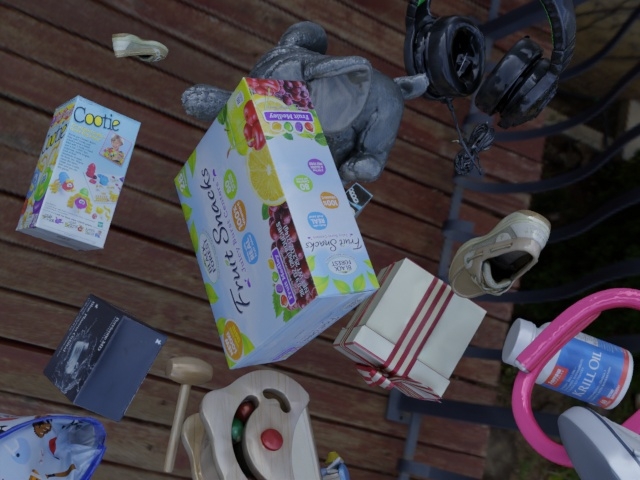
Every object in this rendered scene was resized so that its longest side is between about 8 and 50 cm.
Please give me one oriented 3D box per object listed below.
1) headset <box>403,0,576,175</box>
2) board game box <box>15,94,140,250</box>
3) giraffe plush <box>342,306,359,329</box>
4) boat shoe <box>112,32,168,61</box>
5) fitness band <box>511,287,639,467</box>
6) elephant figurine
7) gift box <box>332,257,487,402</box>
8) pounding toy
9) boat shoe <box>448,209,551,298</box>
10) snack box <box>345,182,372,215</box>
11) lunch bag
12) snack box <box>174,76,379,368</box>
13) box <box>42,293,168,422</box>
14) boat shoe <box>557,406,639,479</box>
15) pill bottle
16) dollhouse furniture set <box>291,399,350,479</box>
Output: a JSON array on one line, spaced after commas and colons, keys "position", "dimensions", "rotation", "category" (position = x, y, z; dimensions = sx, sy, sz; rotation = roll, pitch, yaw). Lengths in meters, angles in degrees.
[{"position": [0.254, -0.267, 1.214], "dimensions": [0.185, 0.243, 0.394], "rotation": [-45, 151, -38], "category": "headset"}, {"position": [-0.494, -0.131, 1.633], "dimensions": [0.144, 0.142, 0.275], "rotation": [22, 75, -33], "category": "board game box"}, {"position": [0.189, 0.246, 2.088], "dimensions": [0.171, 0.210, 0.181], "rotation": [-16, 123, -39], "category": "giraffe plush"}, {"position": [-0.358, -0.374, 1.589], "dimensions": [0.153, 0.056, 0.048], "rotation": [-4, 94, -69], "category": "boat shoe"}, {"position": [0.412, 0.202, 1.185], "dimensions": [0.291, 0.209, 0.054], "rotation": [-47, 140, 10], "category": "fitness band"}, {"position": [-0.010, -0.172, 0.929], "dimensions": [0.239, 0.170, 0.185], "rotation": [42, 56, -49], "category": "elephant figurine"}, {"position": [0.203, 0.222, 1.774], "dimensions": [0.276, 0.255, 0.258], "rotation": [34, 77, 1], "category": "gift box"}, {"position": [-0.102, 0.269, 1.025], "dimensions": [0.154, 0.155, 0.269], "rotation": [3, 51, -34], "category": "pounding toy"}, {"position": [0.331, 0.052, 1.544], "dimensions": [0.109, 0.302, 0.098], "rotation": [28, 57, -8], "category": "boat shoe"}, {"position": [0.000, 0.000, 1.852], "dimensions": [0.060, 0.187, 0.322], "rotation": [38, 33, 4], "category": "snack box"}, {"position": [-0.628, 0.432, 1.454], "dimensions": [0.385, 0.328, 0.238], "rotation": [-30, 110, -60], "category": "lunch bag"}, {"position": [-0.049, -0.011, 0.721], "dimensions": [0.070, 0.174, 0.207], "rotation": [-4, 66, -34], "category": "snack box"}, {"position": [-0.352, 0.187, 1.301], "dimensions": [0.093, 0.158, 0.156], "rotation": [35, 79, -36], "category": "box"}, {"position": [0.467, 0.324, 1.001], "dimensions": [0.157, 0.367, 0.135], "rotation": [-25, 129, -14], "category": "boat shoe"}, {"position": [0.470, 0.231, 1.538], "dimensions": [0.222, 0.124, 0.124], "rotation": [20, 74, 2], "category": "pill bottle"}, {"position": [-0.099, 0.488, 1.792], "dimensions": [0.287, 0.303, 0.198], "rotation": [-14, 69, 4], "category": "dollhouse furniture set"}]
